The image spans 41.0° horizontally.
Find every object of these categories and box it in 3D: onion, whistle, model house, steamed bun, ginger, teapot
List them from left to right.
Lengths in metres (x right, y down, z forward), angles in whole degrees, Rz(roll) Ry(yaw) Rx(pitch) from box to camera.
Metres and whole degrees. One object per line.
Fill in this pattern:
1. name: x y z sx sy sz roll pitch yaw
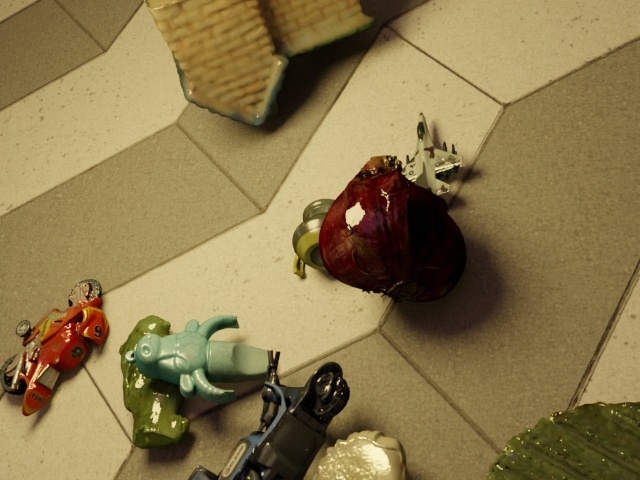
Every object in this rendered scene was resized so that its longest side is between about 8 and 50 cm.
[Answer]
1. ginger: -0.321 0.273 1.666 0.137 0.089 0.290 -42 46 15
2. whistle: -0.226 0.225 1.599 0.273 0.093 0.186 4 46 -7
3. model house: -0.137 -0.511 1.896 0.445 0.400 0.395 -24 41 0
4. teapot: 0.000 0.000 1.671 0.165 0.130 0.119 -45 29 34
5. steamed bun: 0.073 0.404 1.391 0.182 0.106 0.183 -16 52 21
6. onion: 0.137 0.000 1.515 0.221 0.280 0.281 -45 38 48

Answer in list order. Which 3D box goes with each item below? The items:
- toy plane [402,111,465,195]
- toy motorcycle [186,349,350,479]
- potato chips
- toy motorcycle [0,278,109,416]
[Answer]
1. toy plane: 0.211 -0.157 1.695 0.160 0.082 0.234 -18 40 26
2. toy motorcycle: -0.092 0.347 1.467 0.359 0.125 0.212 -54 32 -11
3. potato chips: 0.449 0.396 1.247 0.429 0.070 0.359 23 74 33
4. toy motorcycle: -0.551 0.214 1.799 0.171 0.089 0.298 32 78 34
